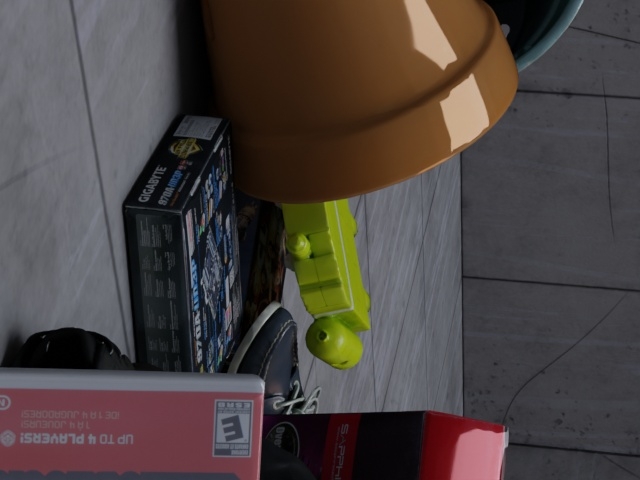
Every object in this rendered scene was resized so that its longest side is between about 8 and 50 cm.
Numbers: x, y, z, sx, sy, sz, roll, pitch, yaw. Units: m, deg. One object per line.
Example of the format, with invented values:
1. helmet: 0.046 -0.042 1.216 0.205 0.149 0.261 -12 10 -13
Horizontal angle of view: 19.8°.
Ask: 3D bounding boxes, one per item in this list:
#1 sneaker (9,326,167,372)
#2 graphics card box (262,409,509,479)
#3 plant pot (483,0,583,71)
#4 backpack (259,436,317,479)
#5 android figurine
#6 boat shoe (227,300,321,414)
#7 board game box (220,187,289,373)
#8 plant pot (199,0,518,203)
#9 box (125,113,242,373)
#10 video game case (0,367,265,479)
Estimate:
1. sneaker: -0.158 0.116 1.277 0.286 0.109 0.130 -47 134 -76
2. graphics card box: -0.004 0.263 1.552 0.094 0.371 0.232 13 78 -34
3. plant pot: 0.124 -0.307 2.081 0.334 0.341 0.341 71 25 -85
4. backpack: -0.105 0.357 1.322 0.355 0.273 0.290 -49 168 -52
5. android figurine: 0.000 0.000 1.804 0.273 0.056 0.248 44 35 -75
6. boat shoe: -0.049 0.167 1.785 0.095 0.079 0.254 -37 150 -44
7. board game box: -0.069 0.014 1.856 0.165 0.042 0.243 66 30 -68
8. plant pot: 0.014 -0.195 1.657 0.291 0.291 0.203 -71 146 -53
9. box: -0.115 0.025 1.594 0.175 0.051 0.220 -68 160 -57
10. video game case: -0.143 0.222 1.134 0.025 0.204 0.285 -151 -116 -77
